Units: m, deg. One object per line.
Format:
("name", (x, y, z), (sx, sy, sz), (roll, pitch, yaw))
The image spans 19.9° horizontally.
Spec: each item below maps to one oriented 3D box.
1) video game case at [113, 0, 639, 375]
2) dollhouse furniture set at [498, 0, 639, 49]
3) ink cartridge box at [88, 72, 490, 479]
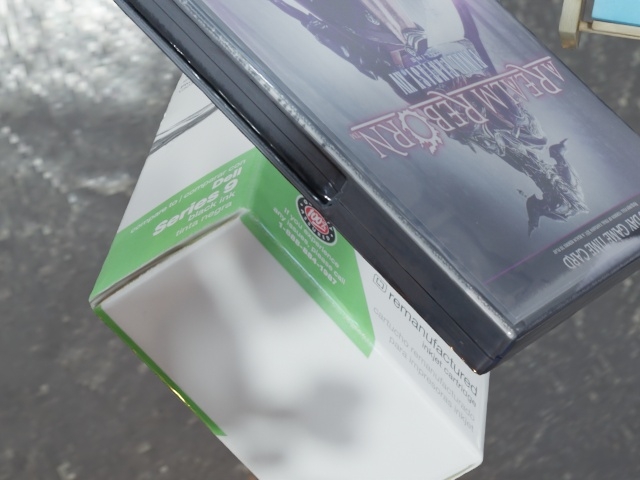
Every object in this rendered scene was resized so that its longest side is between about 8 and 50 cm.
("video game case", (0.010, -0.081, 0.675), (0.274, 0.196, 0.026), (45, 121, 13))
("dollhouse furniture set", (0.126, -0.181, 0.958), (0.183, 0.129, 0.129), (10, 83, 11))
("ink cartridge box", (0.000, 0.000, 1.103), (0.121, 0.289, 0.211), (-32, 114, 26))
